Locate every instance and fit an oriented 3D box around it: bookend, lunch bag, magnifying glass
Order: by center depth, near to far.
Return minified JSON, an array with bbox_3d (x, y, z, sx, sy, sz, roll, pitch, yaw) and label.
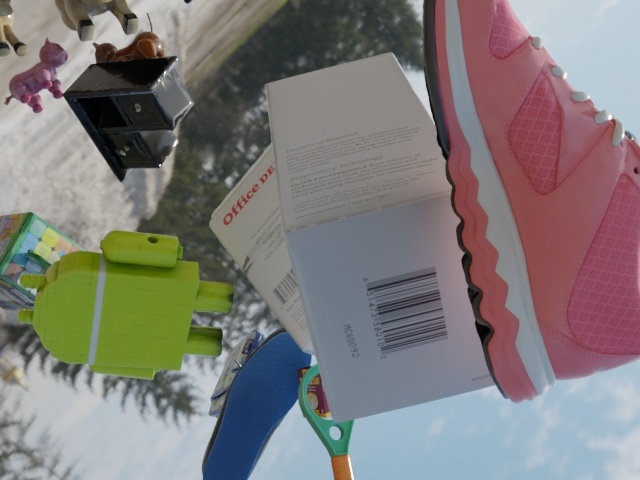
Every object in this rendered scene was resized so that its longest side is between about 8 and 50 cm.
[{"bbox_3d":[-0.236,-0.160,1.183,0.156,0.157,0.072,3,-133,31],"label":"bookend"},{"bbox_3d":[0.024,0.291,1.283,0.092,0.231,0.026,-2,160,-24],"label":"magnifying glass"},{"bbox_3d":[-0.151,0.286,1.776,0.219,0.090,0.176,-41,-153,65],"label":"lunch bag"}]

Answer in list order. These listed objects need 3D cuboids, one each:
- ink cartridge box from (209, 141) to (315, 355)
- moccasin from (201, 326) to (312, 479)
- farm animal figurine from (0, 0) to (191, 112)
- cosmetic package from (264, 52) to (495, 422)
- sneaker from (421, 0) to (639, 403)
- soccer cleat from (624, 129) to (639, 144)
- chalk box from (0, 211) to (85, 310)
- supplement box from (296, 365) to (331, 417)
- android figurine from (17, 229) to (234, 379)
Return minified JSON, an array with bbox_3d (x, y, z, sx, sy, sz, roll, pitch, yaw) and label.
[{"bbox_3d":[0.000,0.000,1.234,0.207,0.117,0.283,-49,-127,11],"label":"ink cartridge box"},{"bbox_3d":[-0.131,0.298,1.597,0.342,0.138,0.117,-58,-171,8],"label":"moccasin"},{"bbox_3d":[-0.361,-0.351,1.258,0.330,0.172,0.327,-5,145,-45],"label":"farm animal figurine"},{"bbox_3d":[0.046,-0.026,0.835,0.155,0.197,0.365,-14,-153,0],"label":"cosmetic package"},{"bbox_3d":[0.147,-0.058,0.572,0.136,0.314,0.116,-12,-175,8],"label":"sneaker"},{"bbox_3d":[0.392,-0.073,1.125,0.060,0.179,0.072,-24,-127,3],"label":"soccer cleat"},{"bbox_3d":[-0.521,0.038,1.550,0.213,0.132,0.132,-4,-126,40],"label":"chalk box"},{"bbox_3d":[-0.002,0.254,1.476,0.055,0.083,0.043,-11,176,42],"label":"supplement box"},{"bbox_3d":[-0.257,0.093,1.155,0.056,0.273,0.248,-100,-160,-51],"label":"android figurine"}]
